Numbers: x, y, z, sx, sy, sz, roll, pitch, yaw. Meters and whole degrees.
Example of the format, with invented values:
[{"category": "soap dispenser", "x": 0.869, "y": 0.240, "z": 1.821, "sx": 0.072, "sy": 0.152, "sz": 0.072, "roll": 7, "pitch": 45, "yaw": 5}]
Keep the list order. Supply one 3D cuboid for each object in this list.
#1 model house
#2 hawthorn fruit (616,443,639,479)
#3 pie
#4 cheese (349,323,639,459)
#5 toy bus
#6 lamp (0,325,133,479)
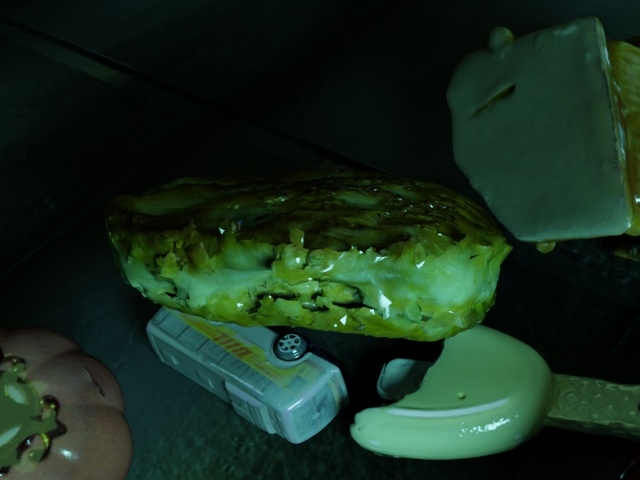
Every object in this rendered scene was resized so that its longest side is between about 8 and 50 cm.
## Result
[{"category": "model house", "x": 0.251, "y": -0.072, "z": 0.822, "sx": 0.229, "sy": 0.199, "sz": 0.219, "roll": 12, "pitch": 75, "yaw": -27}, {"category": "hawthorn fruit", "x": 0.244, "y": 0.177, "z": 0.558, "sx": 0.181, "sy": 0.181, "sz": 0.235, "roll": 1, "pitch": 25, "yaw": 13}, {"category": "pie", "x": 0.000, "y": 0.000, "z": 0.763, "sx": 0.288, "sy": 0.103, "sz": 0.355, "roll": 7, "pitch": 12, "yaw": 17}, {"category": "cheese", "x": 0.150, "y": 0.115, "z": 0.710, "sx": 0.235, "sy": 0.049, "sz": 0.127, "roll": 6, "pitch": 42, "yaw": 21}, {"category": "toy bus", "x": -0.059, "y": 0.094, "z": 0.775, "sx": 0.172, "sy": 0.057, "sz": 0.072, "roll": 26, "pitch": 57, "yaw": 35}, {"category": "lamp", "x": -0.222, "y": 0.150, "z": 0.698, "sx": 0.182, "sy": 0.140, "sz": 0.182, "roll": -1, "pitch": 60, "yaw": 1}]
